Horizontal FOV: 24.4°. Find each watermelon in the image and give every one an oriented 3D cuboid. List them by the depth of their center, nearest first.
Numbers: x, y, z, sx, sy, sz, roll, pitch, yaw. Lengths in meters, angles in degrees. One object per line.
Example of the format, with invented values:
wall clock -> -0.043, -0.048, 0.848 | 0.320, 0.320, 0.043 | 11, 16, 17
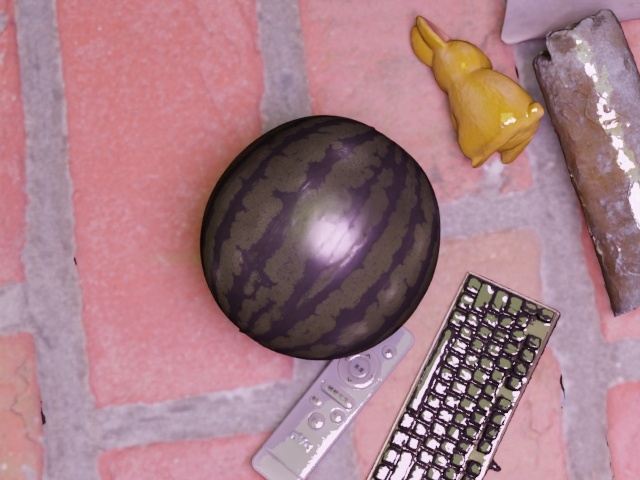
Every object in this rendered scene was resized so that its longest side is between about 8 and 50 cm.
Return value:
watermelon -> 0.000, 0.000, 1.268 | 0.212, 0.212, 0.212 | -1, 78, 5

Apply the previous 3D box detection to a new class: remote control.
remote control -> 0.012, 0.145, 1.330 | 0.050, 0.027, 0.184 | 38, 79, 10

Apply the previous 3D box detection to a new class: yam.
yam -> 0.259, -0.067, 1.295 | 0.093, 0.093, 0.259 | -19, 89, 1

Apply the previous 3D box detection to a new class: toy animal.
toy animal -> 0.138, -0.149, 1.359 | 0.070, 0.083, 0.159 | -7, 56, -41

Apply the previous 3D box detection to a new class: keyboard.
keyboard -> 0.109, 0.185, 1.311 | 0.106, 0.027, 0.317 | 25, 81, 10

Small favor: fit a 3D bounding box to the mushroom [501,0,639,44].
mushroom -> 0.372, -0.238, 1.330 | 0.397, 0.126, 0.177 | 10, 107, 8
